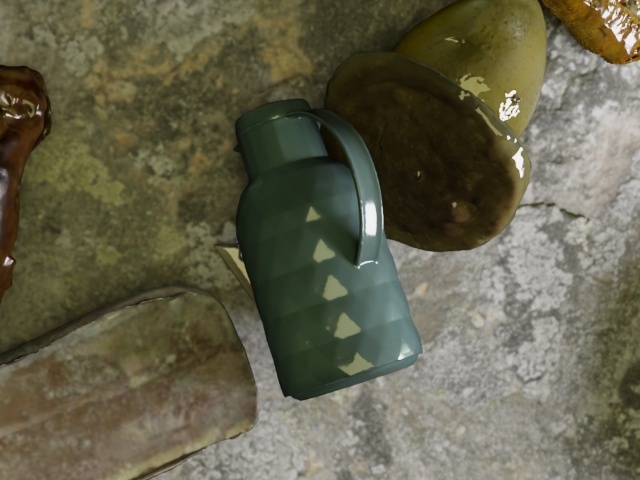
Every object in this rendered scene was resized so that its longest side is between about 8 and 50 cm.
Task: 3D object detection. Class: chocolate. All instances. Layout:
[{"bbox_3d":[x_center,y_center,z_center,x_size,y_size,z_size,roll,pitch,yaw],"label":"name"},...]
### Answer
[{"bbox_3d":[-0.221,0.153,1.269,0.303,0.100,0.185,-21,110,-5],"label":"chocolate"}]

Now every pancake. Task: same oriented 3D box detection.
[{"bbox_3d":[0.087,-0.080,1.239,0.242,0.242,0.050,51,49,-12],"label":"pancake"}]

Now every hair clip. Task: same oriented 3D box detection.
[{"bbox_3d":[-0.019,0.072,1.329,0.226,0.034,0.072,26,92,-12],"label":"hair clip"}]

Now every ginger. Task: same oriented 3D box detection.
[{"bbox_3d":[-0.356,-0.022,1.191,0.165,0.172,0.321,24,93,25],"label":"ginger"}]

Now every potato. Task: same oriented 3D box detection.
[{"bbox_3d":[0.155,-0.170,1.287,0.157,0.157,0.194,40,75,-12],"label":"potato"}]

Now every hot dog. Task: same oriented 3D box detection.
[{"bbox_3d":[0.242,-0.272,1.274,0.289,0.083,0.068,37,51,-32],"label":"hot dog"}]

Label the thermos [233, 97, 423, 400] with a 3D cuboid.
[{"bbox_3d":[0.000,0.000,1.231,0.145,0.182,0.287,-14,85,-37],"label":"thermos"}]
